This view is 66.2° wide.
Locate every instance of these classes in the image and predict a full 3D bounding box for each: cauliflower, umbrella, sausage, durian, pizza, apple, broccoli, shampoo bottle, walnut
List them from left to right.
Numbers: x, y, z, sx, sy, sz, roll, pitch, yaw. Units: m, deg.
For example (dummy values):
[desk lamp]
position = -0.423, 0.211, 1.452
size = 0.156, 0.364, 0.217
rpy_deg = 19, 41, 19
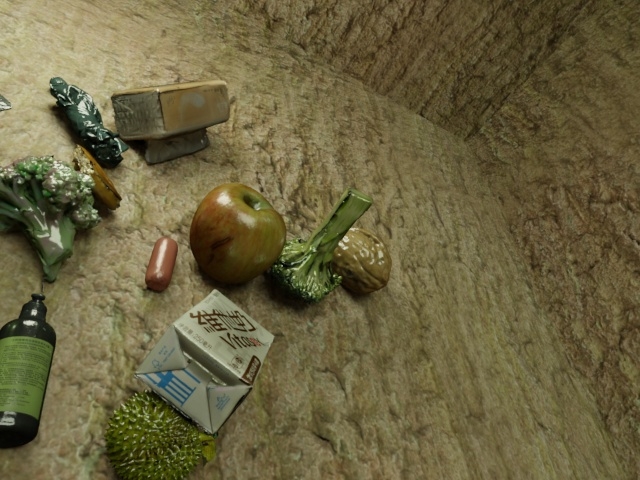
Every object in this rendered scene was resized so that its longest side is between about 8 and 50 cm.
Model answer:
[shampoo bottle]
position = -0.546, 0.221, 0.898
size = 0.101, 0.101, 0.284
rpy_deg = 16, 43, -30
[cauliflower]
position = -0.598, -0.047, 1.082
size = 0.256, 0.238, 0.316
rpy_deg = 55, 17, -78
[umbrella]
position = -0.669, -0.357, 1.389
size = 0.094, 0.143, 0.349
rpy_deg = -37, 66, -9
[pizza]
position = -0.589, -0.169, 1.250
size = 0.069, 0.147, 0.226
rpy_deg = -38, 63, -10
[durian]
position = -0.305, 0.372, 0.899
size = 0.198, 0.159, 0.146
rpy_deg = 36, -3, 16
[sausage]
position = -0.398, 0.055, 1.237
size = 0.062, 0.062, 0.154
rpy_deg = 23, 40, -23
[apple]
position = -0.228, -0.012, 1.330
size = 0.264, 0.264, 0.264
rpy_deg = 24, 39, -21
[broccoli]
position = 0.009, 0.003, 1.431
size = 0.221, 0.361, 0.252
rpy_deg = 42, -2, 13
[walnut]
position = 0.124, 0.064, 1.594
size = 0.245, 0.198, 0.198
rpy_deg = 48, 36, 3

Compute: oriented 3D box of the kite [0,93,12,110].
[kite]
position = -0.936, -0.422, 1.293
size = 0.245, 0.015, 0.141
rpy_deg = 49, 34, 10

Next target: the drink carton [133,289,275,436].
[drink carton]
position = -0.222, 0.235, 1.038
size = 0.194, 0.132, 0.324
rpy_deg = 40, 6, -2

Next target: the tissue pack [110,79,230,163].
[tissue pack]
position = -0.451, -0.376, 1.544
size = 0.238, 0.238, 0.305
rpy_deg = 45, 35, 6
